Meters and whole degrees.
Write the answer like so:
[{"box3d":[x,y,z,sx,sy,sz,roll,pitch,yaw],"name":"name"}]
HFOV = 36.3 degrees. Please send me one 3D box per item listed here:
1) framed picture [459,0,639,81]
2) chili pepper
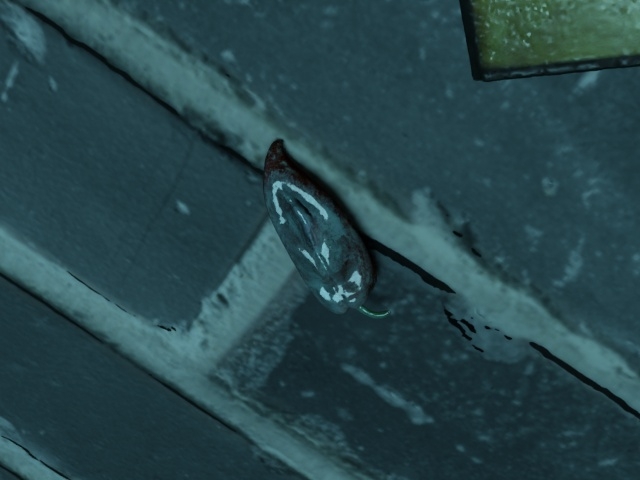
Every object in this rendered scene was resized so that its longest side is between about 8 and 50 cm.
[{"box3d":[0.172,-0.244,0.474,0.256,0.014,0.338,-2,122,22],"name":"framed picture"},{"box3d":[0.000,0.000,0.694,0.050,0.041,0.153,-34,112,-9],"name":"chili pepper"}]
